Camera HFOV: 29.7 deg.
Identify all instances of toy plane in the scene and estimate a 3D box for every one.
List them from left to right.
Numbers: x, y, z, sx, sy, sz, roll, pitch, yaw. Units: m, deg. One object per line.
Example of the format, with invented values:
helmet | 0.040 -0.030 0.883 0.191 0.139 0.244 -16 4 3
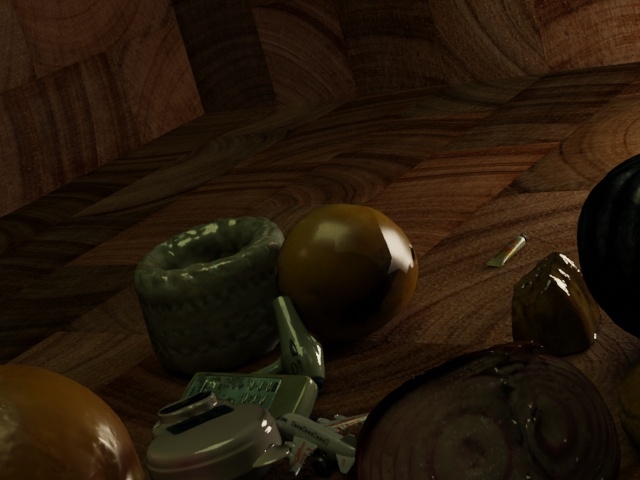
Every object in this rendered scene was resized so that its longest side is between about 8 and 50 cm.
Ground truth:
toy plane | 0.001 0.267 1.603 0.162 0.066 0.171 -29 20 -36

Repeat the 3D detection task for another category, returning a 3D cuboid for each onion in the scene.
onion | 0.184 0.239 1.303 0.256 0.273 0.230 4 -1 33

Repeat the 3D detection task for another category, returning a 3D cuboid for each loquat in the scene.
loquat | -0.349 0.304 1.369 0.328 0.329 0.328 -14 17 5
loquat | 0.040 0.051 1.967 0.235 0.235 0.235 -14 17 5

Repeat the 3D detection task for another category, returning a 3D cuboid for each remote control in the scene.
remote control | -0.113 0.241 1.783 0.233 0.038 0.098 -3 46 37

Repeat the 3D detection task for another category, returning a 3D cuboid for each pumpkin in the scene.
pumpkin | 0.529 0.002 1.602 0.363 0.266 0.363 -5 8 1

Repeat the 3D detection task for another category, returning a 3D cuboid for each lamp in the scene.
lamp | -0.146 0.283 1.608 0.179 0.108 0.246 -17 15 -18

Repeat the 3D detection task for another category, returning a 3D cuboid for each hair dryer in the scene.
hair dryer | -0.091 0.176 1.874 0.199 0.067 0.167 -16 56 17

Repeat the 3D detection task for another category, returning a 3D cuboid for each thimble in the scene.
thimble | -0.183 0.089 2.094 0.291 0.195 0.291 -13 18 4

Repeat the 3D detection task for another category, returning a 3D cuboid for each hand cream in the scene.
hand cream | 0.337 0.019 2.154 0.035 0.022 0.102 9 34 42

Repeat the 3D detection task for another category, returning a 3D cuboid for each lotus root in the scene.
lotus root | 0.344 0.104 1.748 0.159 0.135 0.095 -35 24 -16

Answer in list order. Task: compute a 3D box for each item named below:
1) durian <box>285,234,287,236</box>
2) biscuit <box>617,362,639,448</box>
durian | 0.000 0.000 2.415 0.100 0.086 0.215 -34 23 -11
biscuit | 0.476 0.187 1.403 0.274 0.091 0.213 -2 20 32
